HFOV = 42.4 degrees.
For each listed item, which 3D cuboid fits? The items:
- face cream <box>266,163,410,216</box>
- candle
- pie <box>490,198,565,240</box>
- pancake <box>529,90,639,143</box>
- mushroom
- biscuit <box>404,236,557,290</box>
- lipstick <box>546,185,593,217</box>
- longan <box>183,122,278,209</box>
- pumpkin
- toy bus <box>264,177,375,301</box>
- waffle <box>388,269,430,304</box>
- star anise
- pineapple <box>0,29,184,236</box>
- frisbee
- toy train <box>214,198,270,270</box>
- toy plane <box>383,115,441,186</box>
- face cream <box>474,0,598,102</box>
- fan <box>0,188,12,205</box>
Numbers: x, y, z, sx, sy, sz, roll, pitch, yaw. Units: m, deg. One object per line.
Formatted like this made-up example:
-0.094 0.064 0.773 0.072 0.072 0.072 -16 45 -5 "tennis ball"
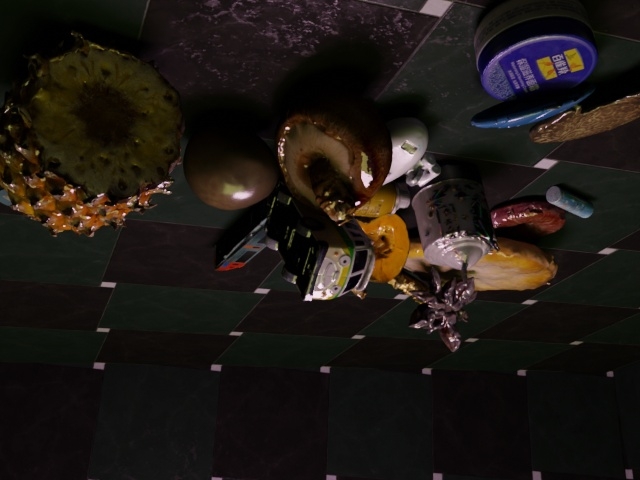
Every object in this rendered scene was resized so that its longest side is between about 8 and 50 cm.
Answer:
0.050 -0.115 1.987 0.349 0.104 0.105 5 156 -18 "face cream"
0.324 -0.022 1.975 0.188 0.330 0.187 -6 151 -4 "candle"
0.563 -0.054 2.264 0.219 0.054 0.204 15 152 -37 "pie"
0.577 -0.262 1.718 0.288 0.033 0.286 -24 165 41 "pancake"
0.029 -0.168 1.658 0.163 0.278 0.297 -17 169 -32 "mushroom"
0.459 0.062 2.416 0.446 0.103 0.429 -5 159 34 "biscuit"
0.657 -0.101 2.174 0.158 0.048 0.048 17 150 -39 "lipstick"
-0.195 -0.155 1.748 0.212 0.198 0.198 26 176 35 "longan"
0.059 0.030 2.142 0.325 0.242 0.232 -4 -175 -44 "pumpkin"
0.000 0.000 1.799 0.179 0.305 0.143 6 118 -24 "toy bus"
0.258 0.129 2.505 0.261 0.056 0.250 21 -168 -44 "waffle"
0.356 0.186 2.370 0.283 0.212 0.129 32 175 -35 "star anise"
-0.434 -0.180 1.510 0.352 0.352 0.300 14 162 -35 "pineapple"
0.414 -0.255 1.610 0.242 0.045 0.242 -17 -168 4 "frisbee"
-0.179 -0.017 2.212 0.089 0.086 0.409 7 155 -27 "toy train"
0.135 -0.189 1.801 0.267 0.122 0.266 10 149 6 "toy plane"
0.380 -0.345 1.473 0.206 0.111 0.206 -4 157 -2 "face cream"
-0.719 -0.096 2.057 0.113 0.005 0.175 -21 152 36 "fan"
